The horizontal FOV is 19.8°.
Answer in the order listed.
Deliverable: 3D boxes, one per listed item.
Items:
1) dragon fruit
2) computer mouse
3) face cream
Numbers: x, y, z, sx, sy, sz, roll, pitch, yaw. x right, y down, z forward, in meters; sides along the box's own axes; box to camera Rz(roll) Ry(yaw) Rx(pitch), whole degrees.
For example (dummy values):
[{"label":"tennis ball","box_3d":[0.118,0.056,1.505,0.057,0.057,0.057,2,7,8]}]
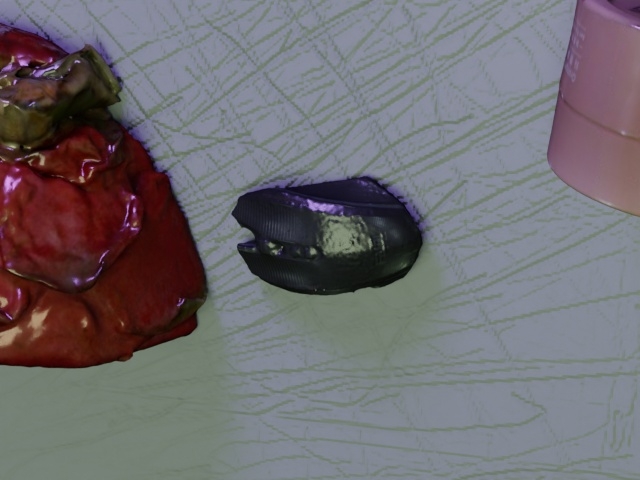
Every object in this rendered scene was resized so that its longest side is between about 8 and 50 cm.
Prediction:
[{"label":"dragon fruit","box_3d":[-0.242,-0.035,1.222,0.317,0.152,0.205,12,113,16]},{"label":"computer mouse","box_3d":[0.000,0.000,1.201,0.135,0.047,0.079,3,110,22]},{"label":"face cream","box_3d":[0.209,-0.081,1.030,0.149,0.149,0.104,15,114,15]}]
